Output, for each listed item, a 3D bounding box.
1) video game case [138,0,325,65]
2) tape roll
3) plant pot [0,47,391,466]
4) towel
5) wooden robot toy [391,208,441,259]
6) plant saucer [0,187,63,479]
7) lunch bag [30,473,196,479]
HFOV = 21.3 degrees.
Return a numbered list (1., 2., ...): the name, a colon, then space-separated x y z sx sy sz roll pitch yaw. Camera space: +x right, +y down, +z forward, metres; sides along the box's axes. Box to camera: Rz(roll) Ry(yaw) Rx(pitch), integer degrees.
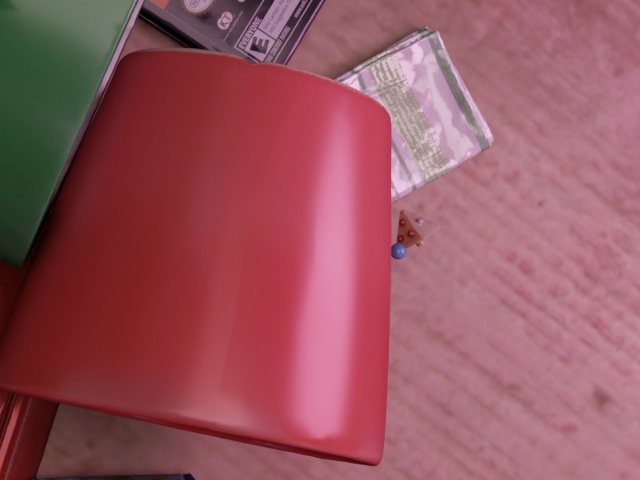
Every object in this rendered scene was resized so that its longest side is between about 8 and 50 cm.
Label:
1. video game case: -0.078 -0.293 1.336 0.248 0.035 0.274 33 77 -12
2. tape roll: -0.168 -0.141 1.134 0.077 0.321 0.321 25 78 -8
3. plant pot: -0.068 0.012 1.169 0.275 0.275 0.243 14 81 -15
4. towel: 0.054 -0.091 1.362 0.152 0.023 0.113 -30 93 -17
5. wooden robot toy: 0.000 0.000 1.302 0.173 0.076 0.079 -27 92 13
6. plant saucer: -0.300 0.054 1.227 0.259 0.048 0.258 19 79 -14
7. lunch bag: -0.147 0.251 1.235 0.129 0.096 0.151 2 98 -19
